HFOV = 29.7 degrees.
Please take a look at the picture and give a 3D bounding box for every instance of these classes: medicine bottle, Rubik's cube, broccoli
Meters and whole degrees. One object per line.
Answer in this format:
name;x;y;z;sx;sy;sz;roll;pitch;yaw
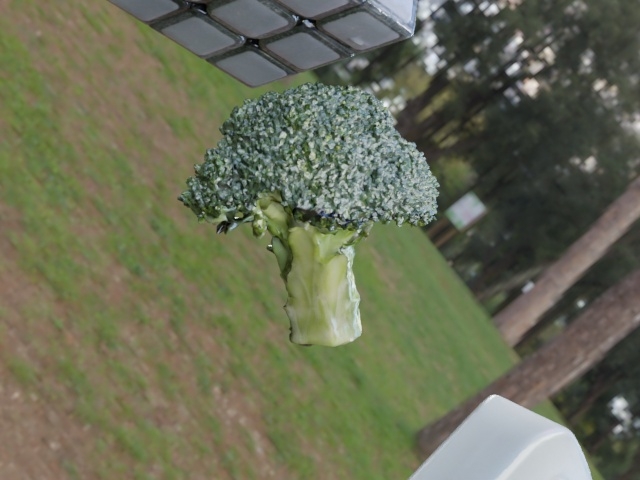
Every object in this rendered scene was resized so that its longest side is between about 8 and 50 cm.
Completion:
medicine bottle;0.082;0.283;0.957;0.124;0.324;0.179;25;-38;38
Rubik's cube;-0.066;-0.411;1.540;0.303;0.305;0.301;26;62;-41
broccoli;0.020;-0.012;1.385;0.361;0.252;0.221;55;6;-50
